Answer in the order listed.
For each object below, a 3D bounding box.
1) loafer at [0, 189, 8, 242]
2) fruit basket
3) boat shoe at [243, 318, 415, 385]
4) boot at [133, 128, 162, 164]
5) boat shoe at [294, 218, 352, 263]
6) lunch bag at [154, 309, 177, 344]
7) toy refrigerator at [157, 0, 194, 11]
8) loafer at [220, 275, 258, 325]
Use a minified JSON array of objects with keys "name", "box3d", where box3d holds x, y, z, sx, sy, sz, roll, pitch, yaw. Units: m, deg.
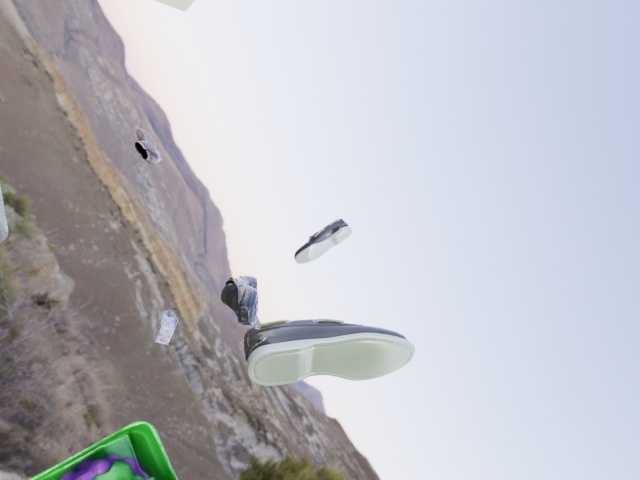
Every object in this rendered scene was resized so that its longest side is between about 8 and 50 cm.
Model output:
[{"name":"loafer","box3d":[-0.566,-0.031,0.775,0.251,0.087,0.094,-15,-94,42]},{"name":"fruit basket","box3d":[-0.287,0.489,0.756,0.392,0.283,0.392,41,-36,39]},{"name":"boat shoe","box3d":[0.014,0.137,0.651,0.068,0.228,0.081,-118,-145,-55]},{"name":"boot","box3d":[-0.467,-0.252,1.305,0.118,0.042,0.087,50,11,2]},{"name":"boat shoe","box3d":[0.000,0.000,0.951,0.038,0.125,0.046,54,-6,33]},{"name":"lunch bag","box3d":[-0.468,0.261,1.497,0.071,0.053,0.083,-63,-155,22]},{"name":"toy refrigerator","box3d":[-0.335,-0.534,0.961,0.102,0.094,0.269,48,18,-4]},{"name":"loafer","box3d":[-0.172,0.125,1.047,0.223,0.078,0.076,-130,-137,-76]}]
